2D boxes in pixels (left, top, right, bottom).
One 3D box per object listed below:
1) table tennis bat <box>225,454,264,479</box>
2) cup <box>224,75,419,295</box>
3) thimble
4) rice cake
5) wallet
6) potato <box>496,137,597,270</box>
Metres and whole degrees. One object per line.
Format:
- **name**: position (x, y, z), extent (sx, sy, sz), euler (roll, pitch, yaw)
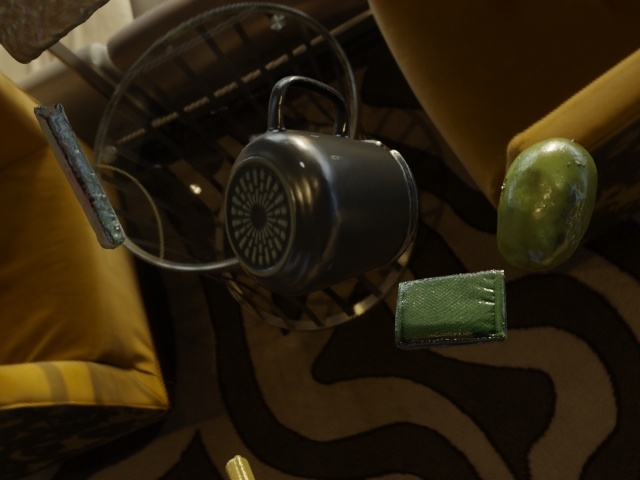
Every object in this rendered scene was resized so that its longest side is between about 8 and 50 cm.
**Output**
- **table tennis bat**: position (-0.117, 0.516, 1.218), extent (0.321, 0.050, 0.198), euler (-136, 52, -59)
- **cup**: position (0.002, -0.058, 0.695), extent (0.169, 0.177, 0.223), euler (8, 101, 52)
- **thimble**: position (-0.359, -0.341, 0.849), extent (0.196, 0.148, 0.229), euler (-39, 28, -4)
- **rice cake**: position (-0.315, -0.084, 0.866), extent (0.033, 0.033, 0.207), euler (-12, 106, 44)
- **wallet**: position (0.273, 0.147, 1.376), extent (0.236, 0.055, 0.160), euler (-9, 58, 27)
- **potato**: position (0.511, -0.081, 1.492), extent (0.216, 0.216, 0.304), euler (6, 83, 24)
